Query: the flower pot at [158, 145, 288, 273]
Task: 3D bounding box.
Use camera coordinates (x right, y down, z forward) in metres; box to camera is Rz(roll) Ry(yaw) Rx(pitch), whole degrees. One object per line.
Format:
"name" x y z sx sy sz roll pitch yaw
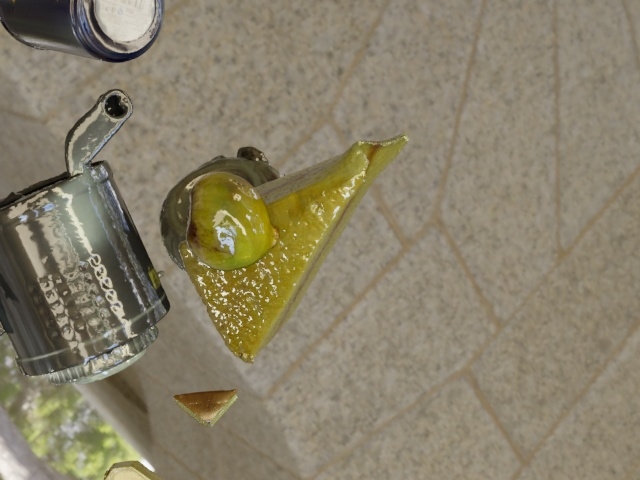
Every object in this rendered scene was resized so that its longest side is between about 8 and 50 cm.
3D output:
"flower pot" -0.173 -0.035 2.149 0.301 0.213 0.302 -10 -131 11

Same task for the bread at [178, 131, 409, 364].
"bread" 0.000 0.000 1.606 0.361 0.245 0.233 -22 -167 30

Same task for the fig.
"fig" -0.131 -0.024 1.440 0.120 0.153 0.136 1 -100 20

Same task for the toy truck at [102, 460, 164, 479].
"toy truck" -0.169 0.466 1.291 0.254 0.405 0.180 -58 178 3

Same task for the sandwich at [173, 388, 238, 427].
"sandwich" -0.144 0.214 1.317 0.083 0.031 0.044 -3 -117 -8

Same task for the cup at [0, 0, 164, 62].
"cup" -0.359 -0.411 1.617 0.256 0.178 0.255 19 -88 45

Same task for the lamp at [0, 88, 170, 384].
"lamp" -0.303 0.034 1.282 0.374 0.272 0.205 -43 -164 -7
